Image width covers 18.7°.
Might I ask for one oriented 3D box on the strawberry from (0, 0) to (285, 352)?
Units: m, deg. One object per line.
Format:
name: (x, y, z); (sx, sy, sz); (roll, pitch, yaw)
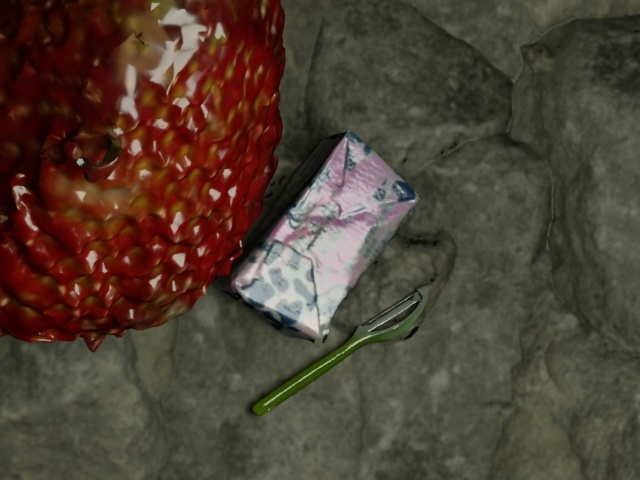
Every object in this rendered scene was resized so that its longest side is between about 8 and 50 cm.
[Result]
strawberry: (-0.162, -0.073, 1.385); (0.292, 0.343, 0.292); (4, 71, -11)

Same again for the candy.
candy: (0.000, 0.000, 1.559); (0.092, 0.073, 0.160); (38, 81, -12)

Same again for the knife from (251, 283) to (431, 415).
knife: (0.021, 0.091, 1.591); (0.184, 0.022, 0.026); (-33, 71, -12)
